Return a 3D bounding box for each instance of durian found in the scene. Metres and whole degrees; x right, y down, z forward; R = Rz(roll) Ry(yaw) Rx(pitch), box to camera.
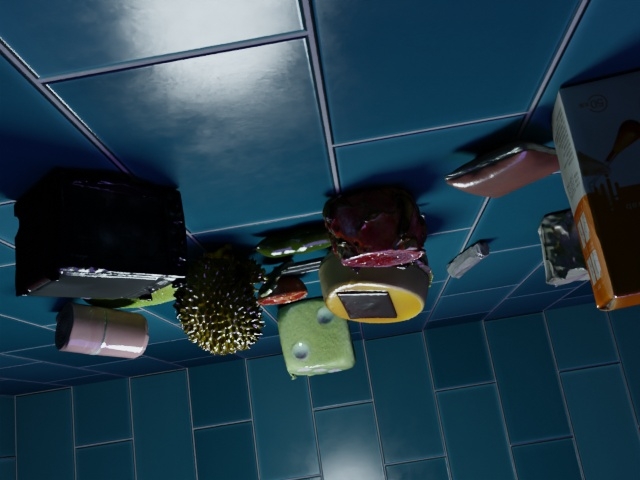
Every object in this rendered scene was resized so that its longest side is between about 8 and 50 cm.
[{"bbox_3d":[-0.241,0.148,1.589,0.258,0.258,0.293,-5,158,-13],"label":"durian"}]

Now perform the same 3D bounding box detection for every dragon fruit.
[{"bbox_3d":[0.131,-0.009,1.372,0.282,0.147,0.211,9,148,-37],"label":"dragon fruit"}]

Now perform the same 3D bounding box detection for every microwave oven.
[{"bbox_3d":[-0.366,0.001,1.115,0.188,0.178,0.247,-19,162,40],"label":"microwave oven"}]

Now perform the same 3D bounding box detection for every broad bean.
[{"bbox_3d":[0.001,-0.004,1.515,0.317,0.056,0.098,-8,163,-9],"label":"broad bean"}]

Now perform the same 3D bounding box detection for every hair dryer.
[{"bbox_3d":[-0.636,0.232,1.817,0.210,0.125,0.352,15,174,-36],"label":"hair dryer"}]

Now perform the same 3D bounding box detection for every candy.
[{"bbox_3d":[0.657,0.026,1.743,0.137,0.185,0.195,-8,165,12],"label":"candy"}]

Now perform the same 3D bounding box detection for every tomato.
[{"bbox_3d":[-0.114,0.142,1.928,0.155,0.069,0.155,-11,166,-3],"label":"tomato"}]

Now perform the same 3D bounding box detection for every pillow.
[{"bbox_3d":[0.342,-0.135,1.202,0.171,0.075,0.179,5,159,-41],"label":"pillow"}]

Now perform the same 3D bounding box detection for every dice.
[{"bbox_3d":[-0.012,0.349,2.371,0.249,0.255,0.252,-12,163,2],"label":"dice"}]

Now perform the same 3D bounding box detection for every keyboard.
[{"bbox_3d":[0.062,0.058,1.811,0.381,0.041,0.103,-6,166,12],"label":"keyboard"}]

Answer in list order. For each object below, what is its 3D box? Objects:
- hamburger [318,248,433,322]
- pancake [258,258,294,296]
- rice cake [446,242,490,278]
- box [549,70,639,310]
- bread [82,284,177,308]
[{"bbox_3d":[0.141,0.093,1.673,0.300,0.176,0.300,3,153,1],"label":"hamburger"},{"bbox_3d":[-0.118,0.096,1.725,0.129,0.022,0.116,-49,-168,-17],"label":"pancake"},{"bbox_3d":[0.441,0.062,1.978,0.049,0.055,0.270,-10,163,-12],"label":"rice cake"},{"bbox_3d":[0.504,-0.078,1.006,0.224,0.341,0.143,-12,163,10],"label":"box"},{"bbox_3d":[-0.483,0.136,1.760,0.301,0.045,0.301,-9,164,-3],"label":"bread"}]
